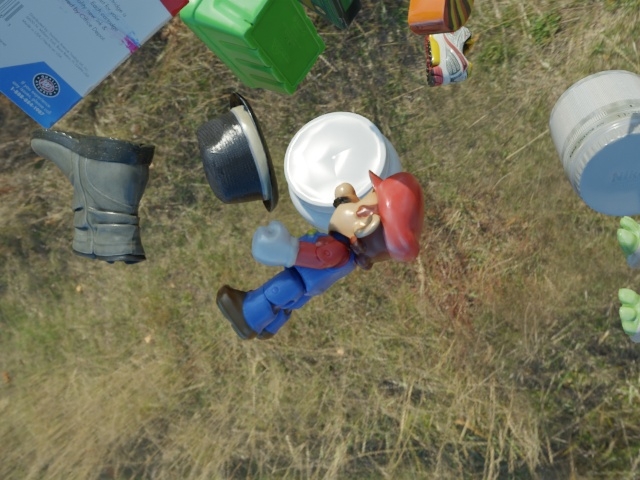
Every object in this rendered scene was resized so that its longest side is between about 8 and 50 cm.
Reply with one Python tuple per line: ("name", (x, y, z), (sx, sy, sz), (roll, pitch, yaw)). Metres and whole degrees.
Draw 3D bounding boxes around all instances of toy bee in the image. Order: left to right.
("toy bee", (0.198, -0.427, 0.691), (0.195, 0.162, 0.298), (35, 118, 31))

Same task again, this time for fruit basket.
("fruit basket", (-0.198, -0.595, 1.315), (0.392, 0.392, 0.283), (36, 92, 12))

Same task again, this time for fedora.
("fedora", (-0.233, -0.216, 1.353), (0.334, 0.152, 0.334), (160, 90, -75))

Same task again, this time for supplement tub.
("supplement tub", (0.068, -0.104, 1.102), (0.235, 0.325, 0.235), (-5, 70, 15))

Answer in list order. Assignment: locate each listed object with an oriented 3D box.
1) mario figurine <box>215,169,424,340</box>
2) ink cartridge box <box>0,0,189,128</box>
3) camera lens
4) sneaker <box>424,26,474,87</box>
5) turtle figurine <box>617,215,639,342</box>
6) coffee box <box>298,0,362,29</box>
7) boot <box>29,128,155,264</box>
("mario figurine", (0.000, 0.000, 0.734), (0.320, 0.198, 0.170), (-35, 107, 4))
("ink cartridge box", (-0.221, -0.234, 0.465), (0.134, 0.231, 0.078), (49, 176, -41))
("camera lens", (0.616, -0.210, 1.073), (0.219, 0.274, 0.219), (5, 132, 6))
("sneaker", (0.262, -0.409, 1.047), (0.092, 0.225, 0.088), (-1, 159, 5))
("turtle figurine", (0.407, 0.014, 0.447), (0.266, 0.274, 0.198), (-9, 91, 42))
("coffee box", (-0.044, -0.316, 0.561), (0.184, 0.113, 0.040), (38, 96, 13))
("boot", (-0.312, -0.058, 0.670), (0.246, 0.083, 0.161), (14, 98, 37))
